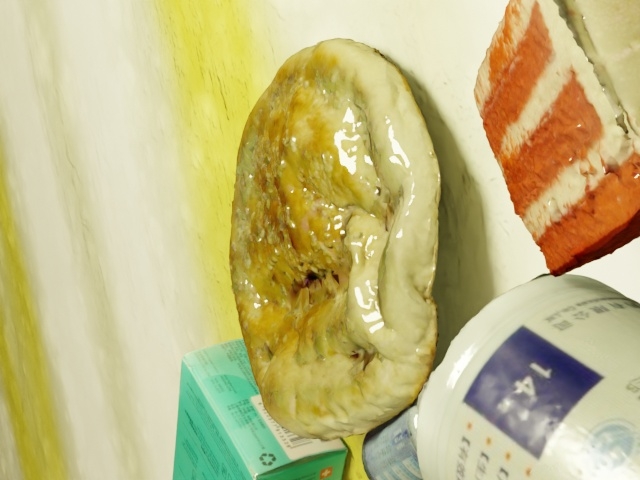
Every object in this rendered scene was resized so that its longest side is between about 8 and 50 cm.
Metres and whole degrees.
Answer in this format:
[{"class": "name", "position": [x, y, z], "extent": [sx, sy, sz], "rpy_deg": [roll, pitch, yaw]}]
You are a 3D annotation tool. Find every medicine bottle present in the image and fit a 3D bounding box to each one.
[{"class": "medicine bottle", "position": [0.105, 0.161, 1.096], "extent": [0.083, 0.083, 0.203], "rpy_deg": [69, 155, 16]}, {"class": "medicine bottle", "position": [0.219, 0.166, 0.749], "extent": [0.332, 0.190, 0.190], "rpy_deg": [37, 133, 53]}]

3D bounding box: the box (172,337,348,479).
[{"class": "box", "position": [-0.080, 0.290, 1.487], "extent": [0.205, 0.118, 0.311], "rpy_deg": [53, 145, 44]}]

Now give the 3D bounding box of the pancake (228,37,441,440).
[{"class": "pancake", "position": [0.000, -0.001, 1.184], "extent": [0.387, 0.082, 0.387], "rpy_deg": [179, 90, -64]}]

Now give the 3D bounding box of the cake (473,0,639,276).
[{"class": "cake", "position": [0.187, -0.093, 0.730], "extent": [0.262, 0.160, 0.158], "rpy_deg": [98, 148, -79]}]
